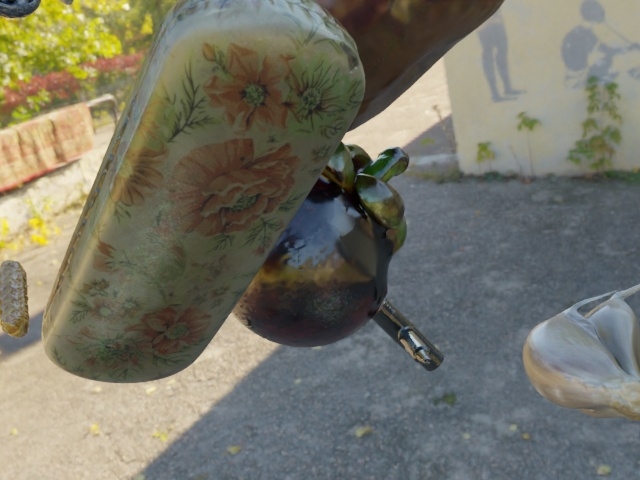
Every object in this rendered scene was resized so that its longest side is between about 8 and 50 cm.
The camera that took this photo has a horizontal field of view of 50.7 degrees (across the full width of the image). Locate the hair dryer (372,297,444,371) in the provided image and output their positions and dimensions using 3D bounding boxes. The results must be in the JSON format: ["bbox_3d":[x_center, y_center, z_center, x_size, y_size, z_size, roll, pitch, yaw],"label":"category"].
[{"bbox_3d":[0.170,0.188,1.142,0.050,0.173,0.195,-47,21,3],"label":"hair dryer"}]

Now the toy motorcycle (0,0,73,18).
[{"bbox_3d":[-0.540,-0.494,1.082,0.223,0.341,0.108,-43,-3,-41],"label":"toy motorcycle"}]

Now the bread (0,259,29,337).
[{"bbox_3d":[-0.537,0.100,1.182,0.044,0.052,0.157,-21,53,-3],"label":"bread"}]

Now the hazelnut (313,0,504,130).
[{"bbox_3d":[0.042,-0.344,0.896,0.409,0.359,0.359,-46,13,17],"label":"hazelnut"}]

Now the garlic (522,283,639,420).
[{"bbox_3d":[0.563,0.219,1.444,0.231,0.246,0.340,27,53,-2],"label":"garlic"}]

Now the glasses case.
[{"bbox_3d":[-0.116,-0.016,0.571,0.156,0.425,0.098,13,41,-30],"label":"glasses case"}]

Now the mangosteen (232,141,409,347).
[{"bbox_3d":[-0.018,0.004,0.988,0.311,0.311,0.311,-11,20,4],"label":"mangosteen"}]
